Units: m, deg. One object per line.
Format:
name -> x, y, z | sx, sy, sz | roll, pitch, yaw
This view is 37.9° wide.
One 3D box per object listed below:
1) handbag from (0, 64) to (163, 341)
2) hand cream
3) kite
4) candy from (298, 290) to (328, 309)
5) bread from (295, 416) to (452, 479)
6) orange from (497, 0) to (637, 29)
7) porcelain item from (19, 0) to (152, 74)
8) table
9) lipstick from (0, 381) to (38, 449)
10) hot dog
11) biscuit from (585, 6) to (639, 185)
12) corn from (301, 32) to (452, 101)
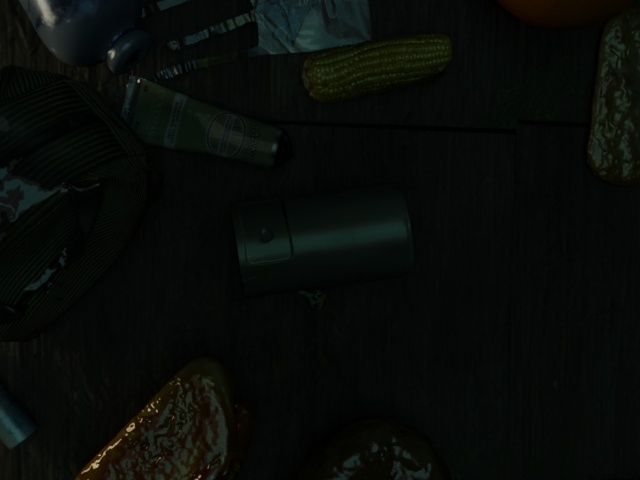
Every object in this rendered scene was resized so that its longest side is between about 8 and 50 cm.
handbag -> -0.367, -0.037, 1.107 | 0.247, 0.240, 0.341 | 43, 90, -1
hand cream -> -0.148, -0.144, 1.221 | 0.235, 0.055, 0.086 | 16, 92, -1
kite -> -0.086, -0.313, 1.234 | 0.309, 0.015, 0.169 | -14, 95, -8
candy -> -0.029, 0.071, 1.265 | 0.083, 0.025, 0.023 | 20, 63, 1
bread -> 0.067, 0.350, 1.243 | 0.230, 0.123, 0.230 | 0, 91, -11
orange -> 0.308, -0.394, 1.152 | 0.261, 0.261, 0.261 | 0, 94, -7
porcelain item -> -0.319, -0.314, 1.149 | 0.259, 0.141, 0.141 | 44, 88, 3
table -> 0.000, 0.000, 1.208 | 0.220, 0.126, 0.126 | -9, 95, -6
lipstick -> -0.435, 0.196, 1.209 | 0.048, 0.048, 0.158 | -37, 97, -3
hot dog -> -0.183, 0.280, 1.198 | 0.153, 0.150, 0.257 | 44, 87, 1
biscuit -> 0.434, -0.199, 1.295 | 0.118, 0.029, 0.247 | 6, 93, -8
corn -> 0.075, -0.231, 1.231 | 0.203, 0.072, 0.072 | -13, 95, -7
